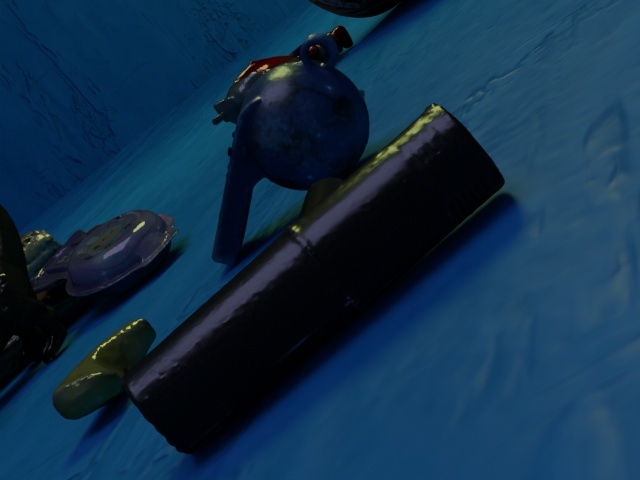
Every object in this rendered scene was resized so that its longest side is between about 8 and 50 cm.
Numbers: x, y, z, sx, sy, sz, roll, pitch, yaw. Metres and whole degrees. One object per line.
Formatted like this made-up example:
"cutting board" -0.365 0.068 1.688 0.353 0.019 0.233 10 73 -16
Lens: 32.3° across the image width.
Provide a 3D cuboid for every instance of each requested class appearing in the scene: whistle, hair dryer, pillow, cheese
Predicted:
"whistle" -0.015 -0.055 0.701 0.090 0.090 0.158 -69 -8 -65
"hair dryer" -0.012 0.009 0.524 0.173 0.050 0.195 -39 8 -1
"pillow" -0.269 0.063 1.037 0.232 0.043 0.126 -43 26 -24
"cheese" -0.190 0.015 0.957 0.191 0.042 0.105 -11 32 46
"cheese" -0.120 0.073 0.630 0.044 0.030 0.083 -42 5 20

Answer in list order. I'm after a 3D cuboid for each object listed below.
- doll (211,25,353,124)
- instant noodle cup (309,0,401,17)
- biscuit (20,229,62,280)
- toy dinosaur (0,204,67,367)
"doll" -0.047 -0.182 1.247 0.195 0.062 0.104 -37 28 -24
"instant noodle cup" 0.065 -0.375 1.221 0.250 0.250 0.192 -48 5 -32
"biscuit" -0.427 0.083 1.380 0.144 0.078 0.426 -48 14 -28
"toy dinosaur" -0.302 0.049 0.902 0.187 0.179 0.087 -50 15 -30
